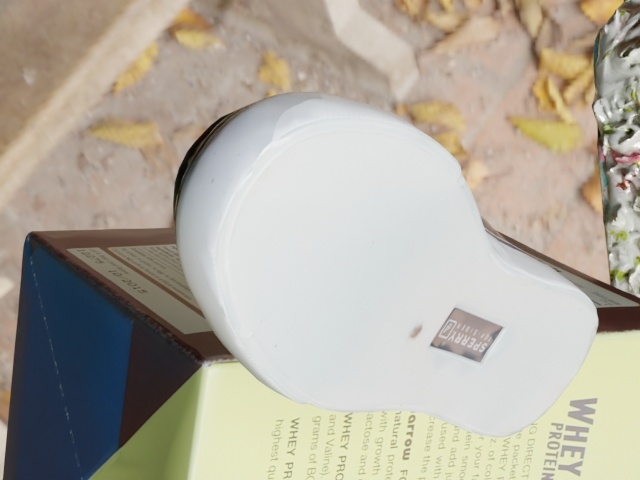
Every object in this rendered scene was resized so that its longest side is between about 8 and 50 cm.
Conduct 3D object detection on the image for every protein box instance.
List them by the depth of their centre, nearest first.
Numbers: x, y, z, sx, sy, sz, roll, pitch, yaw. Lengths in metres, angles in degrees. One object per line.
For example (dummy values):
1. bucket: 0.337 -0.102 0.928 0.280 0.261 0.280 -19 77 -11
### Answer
1. protein box: 0.003 0.106 0.581 0.201 0.199 0.136 -2 18 -33

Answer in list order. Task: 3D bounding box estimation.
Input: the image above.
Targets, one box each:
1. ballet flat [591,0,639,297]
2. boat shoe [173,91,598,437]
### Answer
1. ballet flat: 0.159 0.016 0.647 0.091 0.241 0.077 -20 15 -38
2. boat shoe: 0.000 0.000 0.400 0.083 0.183 0.065 35 91 32
